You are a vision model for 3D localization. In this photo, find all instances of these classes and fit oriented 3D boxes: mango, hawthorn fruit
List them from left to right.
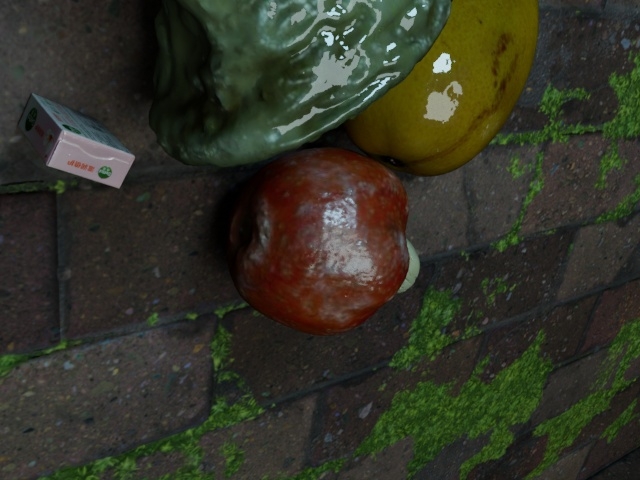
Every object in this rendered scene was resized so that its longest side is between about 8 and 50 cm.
[{"bbox_3d":[0.000,0.000,0.974,0.284,0.284,0.284,-21,129,-29],"label":"hawthorn fruit"},{"bbox_3d":[0.188,-0.256,0.982,0.378,0.221,0.264,-49,133,-16],"label":"mango"}]

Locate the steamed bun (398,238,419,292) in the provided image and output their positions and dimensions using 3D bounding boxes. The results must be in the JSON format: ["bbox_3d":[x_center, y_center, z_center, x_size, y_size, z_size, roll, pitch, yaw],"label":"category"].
[{"bbox_3d":[0.125,0.033,1.191,0.091,0.112,0.130,-42,129,-8],"label":"steamed bun"}]

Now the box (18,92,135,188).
[{"bbox_3d":[-0.276,-0.112,0.752,0.089,0.125,0.043,20,104,-44],"label":"box"}]

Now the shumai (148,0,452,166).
[{"bbox_3d":[-0.066,-0.295,0.690,0.397,0.324,0.323,-41,127,-10],"label":"shumai"}]
